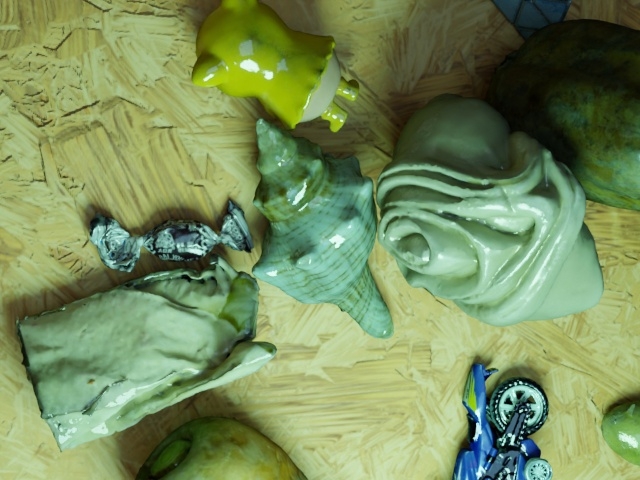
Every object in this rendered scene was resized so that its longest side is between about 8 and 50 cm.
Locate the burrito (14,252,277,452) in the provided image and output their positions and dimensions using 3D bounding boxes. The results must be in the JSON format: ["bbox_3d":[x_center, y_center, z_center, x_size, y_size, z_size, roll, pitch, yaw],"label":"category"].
[{"bbox_3d":[-0.230,0.153,1.321,0.331,0.190,0.135,-19,146,-7],"label":"burrito"}]

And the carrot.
[{"bbox_3d":[-0.098,0.405,1.351,0.224,0.224,0.341,-42,108,-4],"label":"carrot"}]

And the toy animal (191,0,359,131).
[{"bbox_3d":[-0.056,-0.233,1.304,0.229,0.156,0.156,24,93,-19],"label":"toy animal"}]

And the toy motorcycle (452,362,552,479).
[{"bbox_3d":[0.255,0.350,1.485,0.169,0.113,0.315,9,88,-5],"label":"toy motorcycle"}]

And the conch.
[{"bbox_3d":[0.000,0.002,1.340,0.203,0.169,0.386,-25,103,5],"label":"conch"}]

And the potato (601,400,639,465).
[{"bbox_3d":[0.543,0.300,1.557,0.188,0.085,0.105,-16,80,-14],"label":"potato"}]

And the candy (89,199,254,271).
[{"bbox_3d":[-0.206,-0.007,1.349,0.226,0.051,0.094,-2,96,-13],"label":"candy"}]

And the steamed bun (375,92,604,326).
[{"bbox_3d":[0.197,-0.013,1.297,0.219,0.310,0.324,-35,137,-13],"label":"steamed bun"}]

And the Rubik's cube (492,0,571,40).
[{"bbox_3d":[0.326,-0.336,1.382,0.211,0.190,0.178,-15,119,-6],"label":"Rubik's cube"}]

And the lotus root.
[{"bbox_3d":[0.376,-0.171,1.302,0.250,0.346,0.250,-16,117,-33],"label":"lotus root"}]
